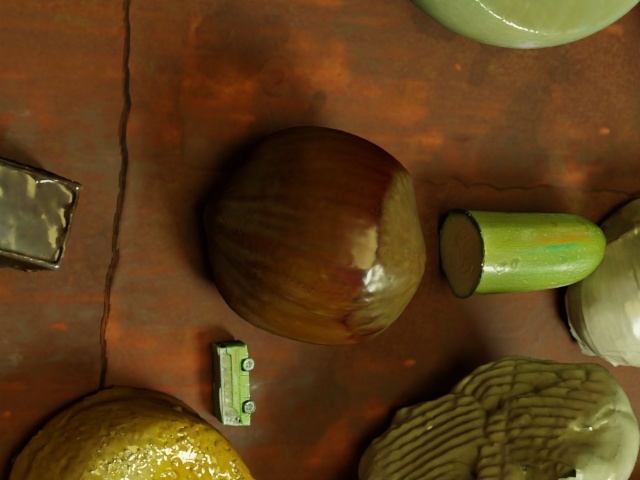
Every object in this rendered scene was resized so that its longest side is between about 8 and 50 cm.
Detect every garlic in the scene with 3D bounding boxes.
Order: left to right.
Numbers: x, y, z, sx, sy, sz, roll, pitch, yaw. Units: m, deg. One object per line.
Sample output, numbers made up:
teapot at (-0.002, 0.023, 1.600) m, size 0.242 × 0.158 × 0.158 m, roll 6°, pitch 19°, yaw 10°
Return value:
garlic at (0.390, 0.048, 1.878) m, size 0.229 × 0.143 × 0.178 m, roll -42°, pitch 115°, yaw -27°

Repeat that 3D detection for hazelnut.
hazelnut at (-0.001, 0.003, 1.617) m, size 0.210 × 0.186 × 0.210 m, roll -20°, pitch 125°, yaw -31°

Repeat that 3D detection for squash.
squash at (0.225, 0.010, 1.794) m, size 0.188 × 0.095 × 0.095 m, roll -2°, pitch 99°, yaw -26°

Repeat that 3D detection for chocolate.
chocolate at (-0.362, -0.051, 1.438) m, size 0.321 × 0.112 × 0.112 m, roll 18°, pitch 86°, yaw -31°

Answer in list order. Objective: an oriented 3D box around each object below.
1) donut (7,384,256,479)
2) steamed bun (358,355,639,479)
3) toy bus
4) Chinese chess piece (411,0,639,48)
donut at (-0.166, 0.279, 1.598) m, size 0.277 × 0.108 × 0.278 m, roll -3°, pitch 96°, yaw -34°
steamed bun at (0.183, 0.273, 1.735) m, size 0.320 × 0.275 × 0.206 m, roll -19°, pitch 125°, yaw 11°
toy bus at (-0.086, 0.141, 1.677) m, size 0.037 × 0.031 × 0.083 m, roll -5°, pitch 101°, yaw -22°
Chinese chess piece at (0.203, -0.366, 1.696) m, size 0.349 × 0.146 × 0.349 m, roll -6°, pitch 101°, yaw -29°
